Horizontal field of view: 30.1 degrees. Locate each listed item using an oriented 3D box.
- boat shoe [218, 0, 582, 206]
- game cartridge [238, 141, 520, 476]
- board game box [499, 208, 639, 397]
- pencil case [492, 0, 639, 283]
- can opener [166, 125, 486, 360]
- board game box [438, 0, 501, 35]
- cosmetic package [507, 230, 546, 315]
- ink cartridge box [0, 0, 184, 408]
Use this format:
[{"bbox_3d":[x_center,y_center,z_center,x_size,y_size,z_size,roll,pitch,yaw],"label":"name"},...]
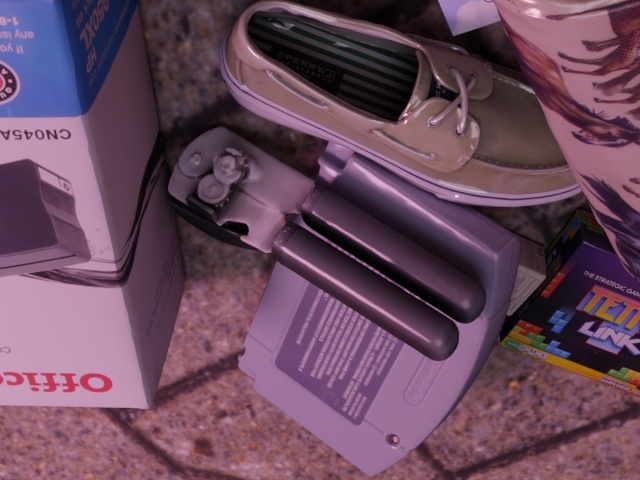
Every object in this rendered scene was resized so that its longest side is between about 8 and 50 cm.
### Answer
[{"bbox_3d":[0.071,-0.097,0.872,0.302,0.109,0.094,15,174,-5],"label":"boat shoe"},{"bbox_3d":[0.048,0.065,1.014,0.196,0.060,0.294,38,132,16],"label":"game cartridge"},{"bbox_3d":[0.265,0.062,1.047,0.170,0.048,0.141,20,131,-12],"label":"board game box"},{"bbox_3d":[0.246,-0.095,0.793,0.160,0.183,0.410,27,165,42],"label":"pencil case"},{"bbox_3d":[0.000,0.000,0.940,0.280,0.074,0.093,30,164,21],"label":"can opener"},{"bbox_3d":[0.162,-0.241,0.800,0.212,0.039,0.160,-15,129,19],"label":"board game box"},{"bbox_3d":[0.130,0.014,1.023,0.115,0.041,0.060,25,130,-15],"label":"cosmetic package"},{"bbox_3d":[-0.278,-0.056,0.922,0.286,0.166,0.394,1,131,6],"label":"ink cartridge box"}]
